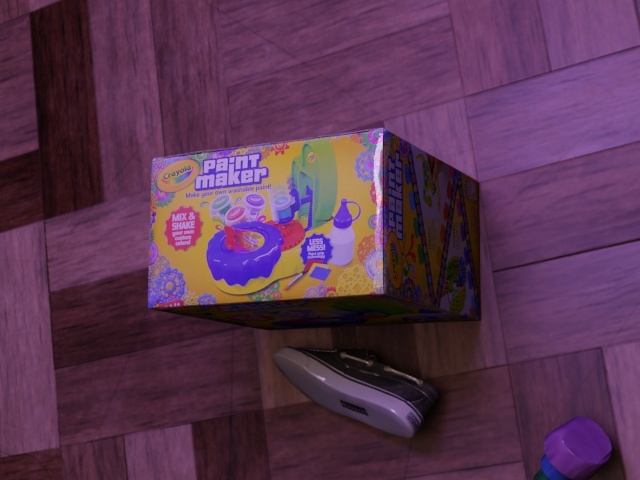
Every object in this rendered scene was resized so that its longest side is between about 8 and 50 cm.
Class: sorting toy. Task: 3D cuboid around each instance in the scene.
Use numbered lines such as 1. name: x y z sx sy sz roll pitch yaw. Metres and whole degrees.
1. sorting toy: 0.338 0.362 1.238 0.365 0.127 0.126 54 136 28

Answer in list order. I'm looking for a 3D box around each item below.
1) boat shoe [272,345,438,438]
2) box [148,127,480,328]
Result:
1. boat shoe: 0.041 0.169 1.435 0.219 0.077 0.070 21 57 33
2. box: 0.000 0.000 1.363 0.290 0.279 0.177 -5 78 28
